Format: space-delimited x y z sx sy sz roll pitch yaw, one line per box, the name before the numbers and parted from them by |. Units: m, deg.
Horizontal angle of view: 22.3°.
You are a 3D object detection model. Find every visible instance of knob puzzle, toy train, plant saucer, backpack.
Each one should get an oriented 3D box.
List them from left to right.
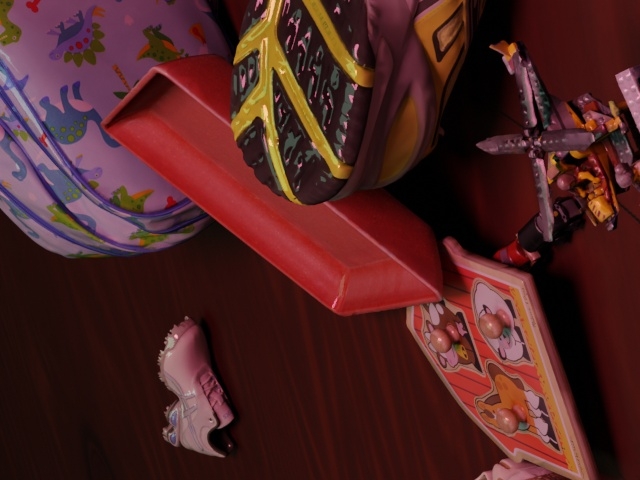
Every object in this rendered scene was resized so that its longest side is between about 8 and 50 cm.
backpack | -0.213 -0.150 1.438 0.273 0.290 0.355 4 121 45
plant saucer | -0.035 -0.043 1.233 0.259 0.048 0.258 38 166 -10
knob puzzle | 0.113 0.086 1.196 0.213 0.030 0.213 47 155 30
toy train | 0.139 0.015 1.156 0.027 0.036 0.158 60 153 15

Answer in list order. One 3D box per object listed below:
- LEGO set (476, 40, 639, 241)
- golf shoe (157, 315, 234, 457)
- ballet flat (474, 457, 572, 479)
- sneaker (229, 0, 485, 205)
LEGO set | 0.220 -0.006 0.817 0.331 0.192 0.255 -6 104 63
golf shoe | -0.124 0.160 1.747 0.086 0.069 0.176 23 136 28
ballet flat | 0.145 0.206 1.262 0.206 0.073 0.067 -49 52 57
sneaker | 0.047 -0.214 1.047 0.145 0.147 0.385 32 117 33
